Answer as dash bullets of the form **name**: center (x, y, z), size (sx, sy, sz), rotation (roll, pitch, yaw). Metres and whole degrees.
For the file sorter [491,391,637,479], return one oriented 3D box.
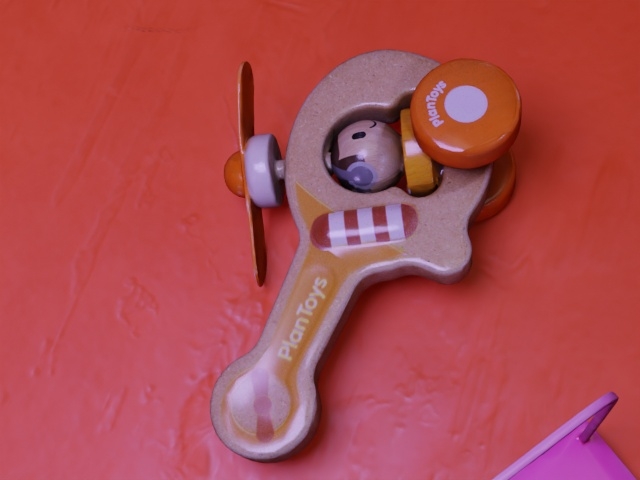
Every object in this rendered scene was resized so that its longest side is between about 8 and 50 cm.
- **file sorter**: center (0.197, 0.271, 0.640), size (0.202, 0.182, 0.290), rotation (-35, 69, -8)

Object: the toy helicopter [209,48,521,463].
- **toy helicopter**: center (0.000, 0.000, 0.800), size (0.235, 0.140, 0.355), rotation (21, 74, 16)
